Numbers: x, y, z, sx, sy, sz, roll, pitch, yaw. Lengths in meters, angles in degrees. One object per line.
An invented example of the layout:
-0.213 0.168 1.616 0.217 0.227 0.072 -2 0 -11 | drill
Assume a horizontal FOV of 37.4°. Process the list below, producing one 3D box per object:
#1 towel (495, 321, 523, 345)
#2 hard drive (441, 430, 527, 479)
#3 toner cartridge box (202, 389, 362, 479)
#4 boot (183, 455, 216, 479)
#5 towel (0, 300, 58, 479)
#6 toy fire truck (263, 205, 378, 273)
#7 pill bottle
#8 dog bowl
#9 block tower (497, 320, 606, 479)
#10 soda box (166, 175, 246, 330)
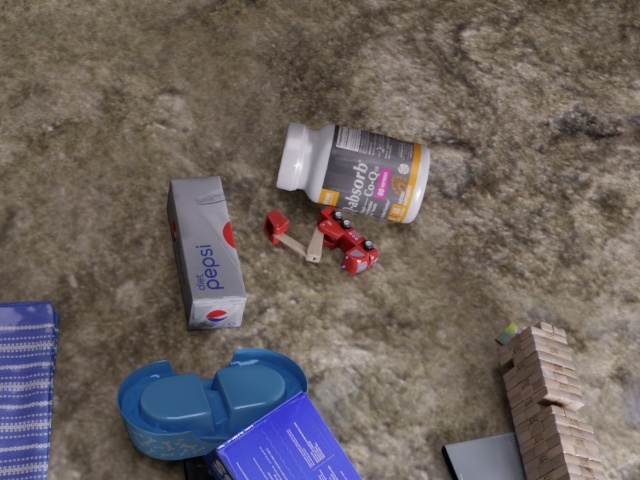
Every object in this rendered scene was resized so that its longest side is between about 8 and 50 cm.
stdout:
0.369 0.190 1.738 0.083 0.009 0.060 39 53 19 | towel
0.276 0.369 1.554 0.135 0.022 0.094 -7 52 -18 | hard drive
-0.002 0.406 1.347 0.165 0.075 0.348 -29 82 -30 | toner cartridge box
-0.154 0.367 1.438 0.099 0.045 0.121 -2 47 -15 | boot
-0.536 0.234 1.462 0.243 0.040 0.336 1 50 -12 | towel
0.000 0.000 1.786 0.135 0.047 0.192 -30 63 -32 | toy fire truck
0.062 -0.137 1.843 0.278 0.162 0.162 12 49 -3 | pill bottle
-0.168 0.259 1.484 0.297 0.074 0.166 -6 35 -20 | dog bowl
0.383 0.300 1.572 0.091 0.097 0.335 19 45 -28 | block tower
-0.207 0.017 1.692 0.098 0.091 0.286 -3 51 -17 | soda box
